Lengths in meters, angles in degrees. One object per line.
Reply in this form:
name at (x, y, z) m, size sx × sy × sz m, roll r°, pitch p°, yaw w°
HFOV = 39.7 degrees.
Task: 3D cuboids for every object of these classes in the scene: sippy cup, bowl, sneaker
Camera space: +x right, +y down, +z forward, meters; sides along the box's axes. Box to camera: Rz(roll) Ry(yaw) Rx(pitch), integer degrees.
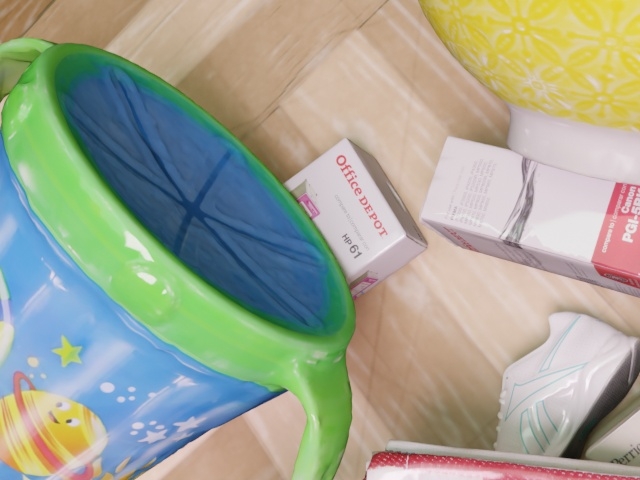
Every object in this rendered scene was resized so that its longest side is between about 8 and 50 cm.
sippy cup at (-0.136, 0.044, 0.526) m, size 0.224 × 0.240 × 0.305 m, roll -44°, pitch 38°, yaw 16°
bowl at (0.170, -0.116, 0.470) m, size 0.290 × 0.289 × 0.156 m, roll 17°, pitch 109°, yaw 27°
sneaker at (0.134, 0.112, 0.545) m, size 0.061 × 0.054 × 0.152 m, roll 34°, pitch 88°, yaw 36°

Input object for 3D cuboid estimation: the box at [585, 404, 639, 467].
box at (0.270, 0.176, 0.429) m, size 0.113 × 0.094 × 0.275 m, roll -50°, pitch 63°, yaw 23°

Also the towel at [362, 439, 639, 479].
towel at (0.128, 0.271, 0.418) m, size 0.237 × 0.037 × 0.328 m, roll 1°, pitch 90°, yaw 20°

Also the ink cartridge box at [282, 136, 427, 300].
ink cartridge box at (0.000, 0.000, 0.624) m, size 0.122 × 0.052 × 0.088 m, roll -36°, pitch 67°, yaw 13°

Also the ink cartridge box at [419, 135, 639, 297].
ink cartridge box at (0.142, -0.012, 0.536) m, size 0.135 × 0.099 × 0.056 m, roll 17°, pitch 87°, yaw 26°
